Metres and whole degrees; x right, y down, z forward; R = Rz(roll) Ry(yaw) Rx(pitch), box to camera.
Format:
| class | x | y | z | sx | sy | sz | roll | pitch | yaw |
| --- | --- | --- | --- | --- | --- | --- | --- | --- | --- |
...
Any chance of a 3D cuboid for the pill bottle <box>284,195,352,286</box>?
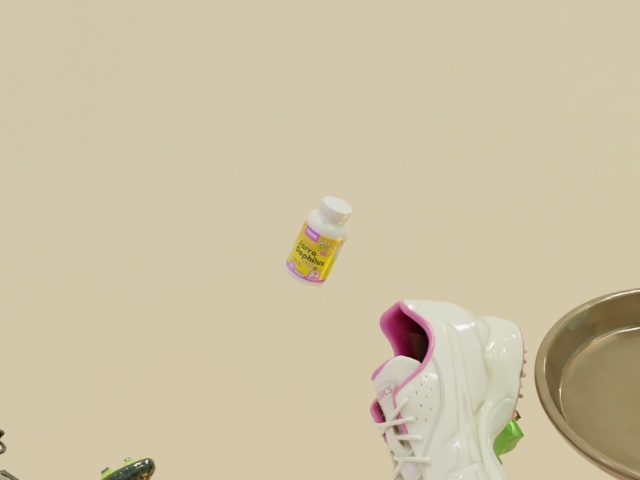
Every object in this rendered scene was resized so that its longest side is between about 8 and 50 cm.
| class | x | y | z | sx | sy | sz | roll | pitch | yaw |
| --- | --- | --- | --- | --- | --- | --- | --- | --- | --- |
| pill bottle | 0.000 | 0.000 | 1.440 | 0.043 | 0.043 | 0.083 | 6 | -59 | -36 |

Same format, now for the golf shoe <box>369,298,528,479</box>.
| class | x | y | z | sx | sy | sz | roll | pitch | yaw |
| --- | --- | --- | --- | --- | --- | --- | --- | --- | --- |
| golf shoe | 0.093 | 0.183 | 1.302 | 0.140 | 0.115 | 0.306 | 26 | -132 | -20 |

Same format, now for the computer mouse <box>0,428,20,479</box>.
| class | x | y | z | sx | sy | sz | roll | pitch | yaw |
| --- | --- | --- | --- | --- | --- | --- | --- | --- | --- |
| computer mouse | -0.304 | 0.218 | 1.248 | 0.184 | 0.262 | 0.060 | 9 | -61 | -37 |

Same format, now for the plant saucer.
| class | x | y | z | sx | sy | sz | roll | pitch | yaw |
| --- | --- | --- | --- | --- | --- | --- | --- | --- | --- |
| plant saucer | 0.332 | 0.141 | 1.374 | 0.278 | 0.278 | 0.041 | -24 | -48 | -29 |

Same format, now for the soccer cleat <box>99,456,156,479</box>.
| class | x | y | z | sx | sy | sz | roll | pitch | yaw |
| --- | --- | --- | --- | --- | --- | --- | --- | --- | --- |
| soccer cleat | -0.234 | 0.292 | 1.551 | 0.179 | 0.072 | 0.060 | -37 | -18 | -18 |

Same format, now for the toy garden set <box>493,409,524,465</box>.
| class | x | y | z | sx | sy | sz | roll | pitch | yaw |
| --- | --- | --- | --- | --- | --- | --- | --- | --- | --- |
| toy garden set | 0.188 | 0.262 | 1.675 | 0.049 | 0.204 | 0.244 | -16 | -27 | -24 |
